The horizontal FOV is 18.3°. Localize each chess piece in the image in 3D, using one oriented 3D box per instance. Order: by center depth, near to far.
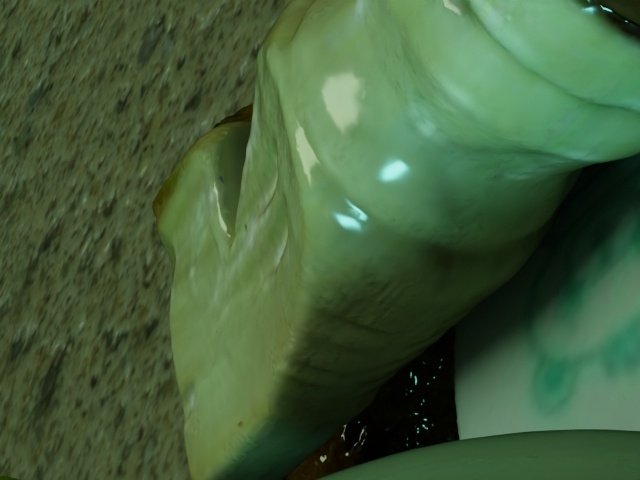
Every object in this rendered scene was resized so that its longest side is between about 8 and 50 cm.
[{"bbox_3d":[0.023,-0.025,0.645,0.301,0.137,0.137,-49,31,45],"label":"chess piece"}]

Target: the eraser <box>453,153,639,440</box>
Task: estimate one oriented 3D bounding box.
[{"bbox_3d":[0.160,-0.012,0.596,0.290,0.104,0.189,-46,36,40],"label":"eraser"}]

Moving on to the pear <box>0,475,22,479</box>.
[{"bbox_3d":[-0.134,0.275,0.673,0.391,0.391,0.391,-44,35,42],"label":"pear"}]

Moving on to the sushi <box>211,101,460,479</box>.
[{"bbox_3d":[0.001,0.000,0.843,0.140,0.149,0.287,-54,34,36],"label":"sushi"}]

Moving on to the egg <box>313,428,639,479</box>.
[{"bbox_3d":[0.052,0.149,0.491,0.203,0.282,0.203,176,90,-82],"label":"egg"}]
